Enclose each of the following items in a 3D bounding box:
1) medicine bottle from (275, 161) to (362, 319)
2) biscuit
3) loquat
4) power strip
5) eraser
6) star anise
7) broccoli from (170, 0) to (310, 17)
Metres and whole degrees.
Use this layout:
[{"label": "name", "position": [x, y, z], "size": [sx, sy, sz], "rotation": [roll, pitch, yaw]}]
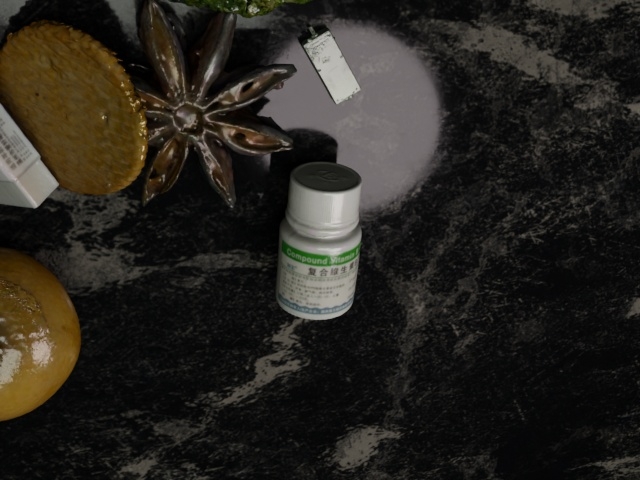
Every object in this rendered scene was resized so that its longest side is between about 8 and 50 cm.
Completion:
[{"label": "medicine bottle", "position": [0.000, 0.000, 1.414], "size": [0.139, 0.139, 0.237], "rotation": [-2, 121, -16]}, {"label": "biscuit", "position": [-0.339, -0.176, 1.178], "size": [0.254, 0.035, 0.254], "rotation": [13, 123, 21]}, {"label": "loquat", "position": [-0.488, 0.138, 1.276], "size": [0.263, 0.263, 0.263], "rotation": [-8, 123, -13]}, {"label": "power strip", "position": [0.014, -0.271, 1.320], "size": [0.051, 0.019, 0.136], "rotation": [-31, 125, 5]}, {"label": "eraser", "position": [-0.465, -0.141, 1.185], "size": [0.068, 0.124, 0.210], "rotation": [-54, 132, -31]}, {"label": "star anise", "position": [-0.188, -0.193, 1.247], "size": [0.331, 0.118, 0.332], "rotation": [-4, 122, -6]}, {"label": "broccoli", "position": [-0.093, -0.414, 1.036], "size": [0.321, 0.283, 0.304], "rotation": [-11, 114, 25]}]
